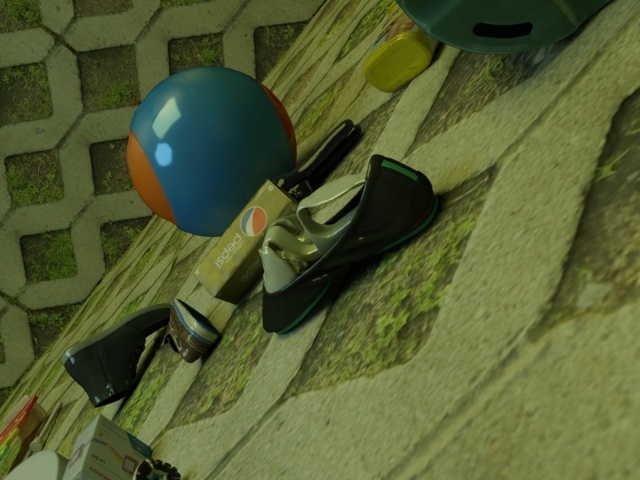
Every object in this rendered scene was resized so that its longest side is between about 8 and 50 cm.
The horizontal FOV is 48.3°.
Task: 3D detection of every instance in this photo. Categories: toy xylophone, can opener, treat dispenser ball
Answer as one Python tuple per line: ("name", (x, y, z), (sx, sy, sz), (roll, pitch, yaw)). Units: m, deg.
("toy xylophone", (-0.742, 0.497, 1.733), (0.236, 0.081, 0.323), (-49, 17, 8))
("can opener", (-0.006, -0.110, 1.097), (0.186, 0.073, 0.059), (-47, -21, 8))
("treat dispenser ball", (-0.183, -0.151, 1.220), (0.288, 0.288, 0.288), (-46, 18, 20))

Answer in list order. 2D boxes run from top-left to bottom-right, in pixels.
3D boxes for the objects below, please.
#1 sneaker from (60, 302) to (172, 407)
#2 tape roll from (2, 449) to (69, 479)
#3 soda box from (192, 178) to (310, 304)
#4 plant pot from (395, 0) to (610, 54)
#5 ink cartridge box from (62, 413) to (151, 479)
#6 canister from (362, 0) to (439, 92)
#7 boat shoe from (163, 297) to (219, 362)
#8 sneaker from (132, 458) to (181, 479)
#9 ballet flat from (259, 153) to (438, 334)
("sneaker", (-0.342, 0.209, 1.300), (0.222, 0.118, 0.083), (-30, -16, -29))
("tape roll", (-0.446, 0.466, 0.944), (0.392, 0.072, 0.392), (-41, 22, 21))
("soda box", (-0.102, 0.004, 1.046), (0.181, 0.058, 0.061), (-51, 58, 6))
("plant pot", (0.165, -0.375, 0.742), (0.341, 0.341, 0.334), (-44, 26, 25))
("ink cartridge box", (-0.265, 0.288, 0.888), (0.052, 0.088, 0.122), (-46, 18, 11))
("canister", (0.138, -0.317, 1.083), (0.126, 0.073, 0.170), (-31, 28, 51))
("boat shoe", (-0.207, 0.136, 1.081), (0.066, 0.066, 0.183), (-56, 17, -6))
("sneaker", (-0.185, 0.305, 0.727), (0.162, 0.063, 0.073), (-76, 11, -62))
("ballet flat", (0.000, 0.000, 0.761), (0.280, 0.096, 0.095), (-41, 21, 34))
